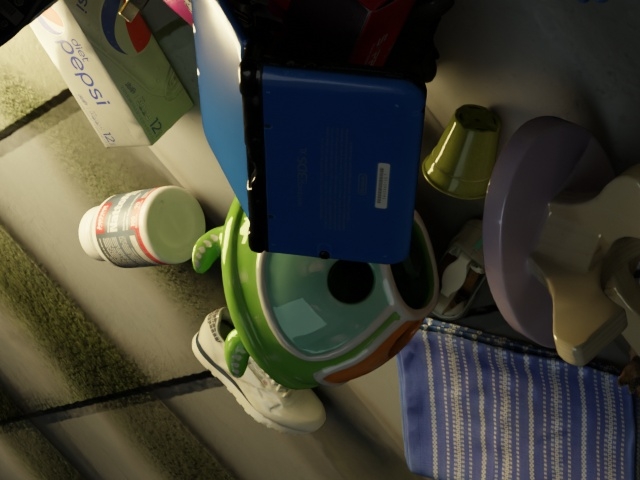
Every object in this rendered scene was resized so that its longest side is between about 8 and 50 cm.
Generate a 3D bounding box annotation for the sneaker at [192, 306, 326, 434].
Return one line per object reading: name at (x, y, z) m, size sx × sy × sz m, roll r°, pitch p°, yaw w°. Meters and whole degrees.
sneaker at (-0.084, 0.195, 2.025) m, size 0.235 × 0.090 × 0.095 m, roll 38°, pitch 137°, yaw 0°

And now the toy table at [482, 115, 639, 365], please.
toy table at (0.282, 0.016, 1.360) m, size 0.161 × 0.252 × 0.274 m, roll 28°, pitch 159°, yaw 45°

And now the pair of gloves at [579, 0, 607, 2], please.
pair of gloves at (0.237, -0.283, 1.207) m, size 0.159 × 0.023 × 0.198 m, roll 42°, pitch 146°, yaw -18°

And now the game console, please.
game console at (-0.019, -0.132, 1.405) m, size 0.250 × 0.173 × 0.293 m, roll 6°, pitch 145°, yaw 4°

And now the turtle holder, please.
turtle holder at (0.011, 0.010, 1.625) m, size 0.227 × 0.320 × 0.243 m, roll -12°, pitch 159°, yaw 34°

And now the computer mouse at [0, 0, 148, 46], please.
computer mouse at (-0.295, -0.286, 1.541) m, size 0.184 × 0.262 × 0.060 m, roll 37°, pitch 165°, yaw -5°

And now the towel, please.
towel at (0.242, 0.236, 1.737) m, size 0.336 × 0.040 × 0.243 m, roll 12°, pitch 119°, yaw 35°

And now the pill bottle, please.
pill bottle at (-0.255, -0.016, 1.918) m, size 0.180 × 0.108 × 0.108 m, roll -6°, pitch 125°, yaw 46°

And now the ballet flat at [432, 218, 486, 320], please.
ballet flat at (0.155, 0.051, 1.643) m, size 0.072 × 0.068 × 0.213 m, roll 33°, pitch 146°, yaw 8°

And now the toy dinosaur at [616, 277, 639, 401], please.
toy dinosaur at (0.417, 0.186, 1.519) m, size 0.295 × 0.127 × 0.200 m, roll 50°, pitch -176°, yaw 12°

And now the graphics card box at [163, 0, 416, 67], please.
graphics card box at (-0.082, -0.300, 1.396) m, size 0.371 × 0.094 × 0.233 m, roll 43°, pitch 152°, yaw 9°

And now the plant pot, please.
plant pot at (0.159, -0.100, 1.468) m, size 0.083 × 0.083 × 0.079 m, roll 29°, pitch 133°, yaw 15°

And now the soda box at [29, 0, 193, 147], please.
soda box at (-0.277, -0.252, 1.682) m, size 0.098 × 0.091 × 0.286 m, roll 1°, pitch 130°, yaw 44°

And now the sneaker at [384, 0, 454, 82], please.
sneaker at (0.100, -0.204, 1.422) m, size 0.089 × 0.051 × 0.170 m, roll 51°, pitch 149°, yaw -17°
